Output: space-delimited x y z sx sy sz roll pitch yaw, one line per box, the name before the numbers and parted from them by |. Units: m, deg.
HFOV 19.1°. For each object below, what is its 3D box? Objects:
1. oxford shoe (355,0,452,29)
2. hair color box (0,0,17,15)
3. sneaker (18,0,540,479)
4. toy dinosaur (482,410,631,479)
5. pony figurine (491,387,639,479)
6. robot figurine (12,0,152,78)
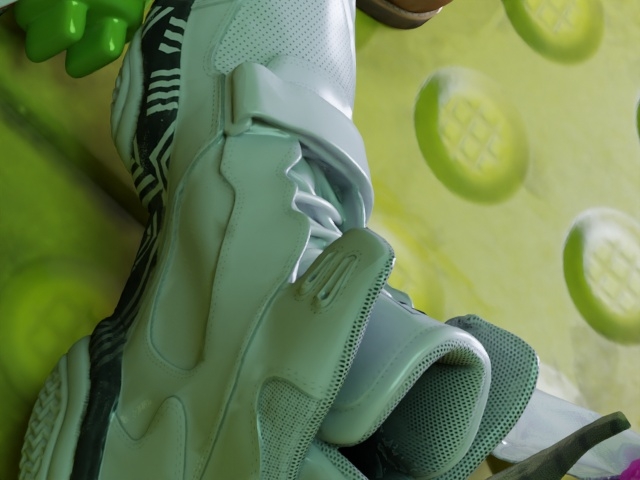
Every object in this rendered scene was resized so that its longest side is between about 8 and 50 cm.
oxford shoe | -0.002 -0.188 1.063 0.212 0.076 0.076 18 65 -28
hair color box | -0.215 -0.158 0.918 0.072 0.043 0.141 -33 94 -40
sneaker | 0.000 0.000 0.882 0.137 0.210 0.366 35 61 -41
toy dinosaur | 0.025 0.138 0.905 0.064 0.268 0.118 38 16 -40
pony figurine | 0.214 0.161 0.990 0.351 0.303 0.363 11 82 -41
robot figurine | -0.120 -0.142 0.964 0.101 0.067 0.115 19 63 -36
